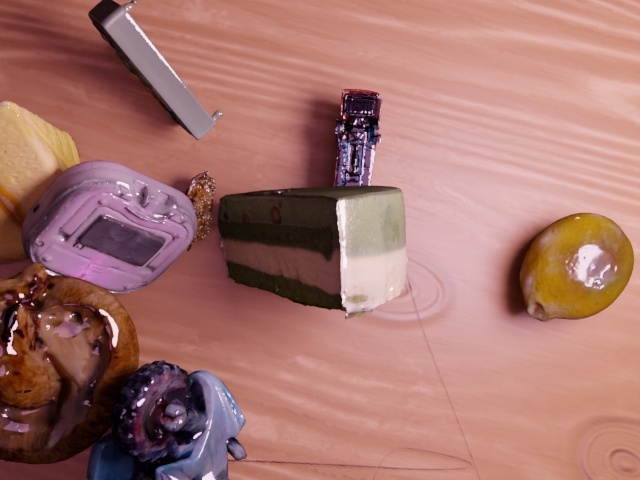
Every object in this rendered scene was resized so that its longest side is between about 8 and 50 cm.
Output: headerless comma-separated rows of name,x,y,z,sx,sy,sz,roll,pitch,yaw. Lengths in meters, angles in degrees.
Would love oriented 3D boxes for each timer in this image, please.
timer,-0.283,-0.011,0.999,0.208,0.069,0.190,25,122,-41

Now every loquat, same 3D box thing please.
loquat,0.388,0.045,1.129,0.195,0.152,0.152,-43,95,-16

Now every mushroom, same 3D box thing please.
mushroom,-0.373,0.151,0.966,0.263,0.283,0.195,2,45,-5

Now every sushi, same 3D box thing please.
sushi,-0.184,-0.043,1.087,0.061,0.060,0.118,-1,91,-13

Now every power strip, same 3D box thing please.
power strip,-0.241,-0.251,1.043,0.061,0.145,0.216,-43,131,-7

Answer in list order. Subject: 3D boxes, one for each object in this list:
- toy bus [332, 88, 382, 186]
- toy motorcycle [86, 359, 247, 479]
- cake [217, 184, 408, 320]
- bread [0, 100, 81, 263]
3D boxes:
toy bus,0.048,-0.104,1.104,0.073,0.096,0.235,8,88,-1
toy motorcycle,-0.204,0.352,1.013,0.172,0.232,0.417,10,100,26
cake,-0.005,0.000,1.051,0.172,0.283,0.158,-10,102,-40
bread,-0.412,-0.062,0.955,0.167,0.264,0.163,-18,89,-3
